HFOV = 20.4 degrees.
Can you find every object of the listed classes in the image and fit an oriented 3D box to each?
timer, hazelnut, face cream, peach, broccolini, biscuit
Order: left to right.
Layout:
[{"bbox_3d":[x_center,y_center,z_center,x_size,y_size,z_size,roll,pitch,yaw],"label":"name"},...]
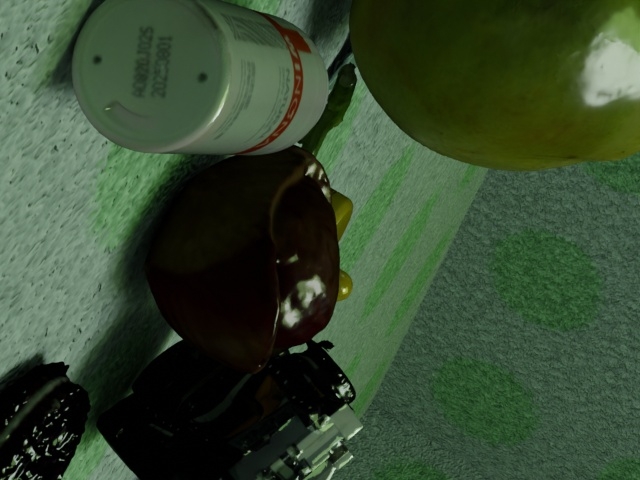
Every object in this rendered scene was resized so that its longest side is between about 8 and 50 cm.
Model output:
[{"bbox_3d":[-0.235,0.178,1.310,0.194,0.053,0.194,-58,172,-12],"label":"biscuit"},{"bbox_3d":[-0.061,-0.105,1.167,0.102,0.102,0.345,-60,171,10],"label":"face cream"},{"bbox_3d":[-0.049,0.011,1.441,0.202,0.160,0.170,-43,164,-39],"label":"hazelnut"},{"bbox_3d":[-0.033,-0.057,1.627,0.271,0.062,0.123,121,-9,-45],"label":"broccolini"},{"bbox_3d":[0.000,0.000,1.856,0.107,0.109,0.107,-57,171,-13],"label":"timer"},{"bbox_3d":[0.170,-0.210,1.519,0.281,0.314,0.316,-12,171,-33],"label":"peach"}]

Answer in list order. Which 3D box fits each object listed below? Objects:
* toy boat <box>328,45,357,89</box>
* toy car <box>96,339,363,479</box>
[{"bbox_3d":[0.047,-0.186,1.736,0.149,0.034,0.105,-60,170,4],"label":"toy boat"},{"bbox_3d":[-0.080,0.157,1.568,0.193,0.118,0.301,-40,-161,-12],"label":"toy car"}]
